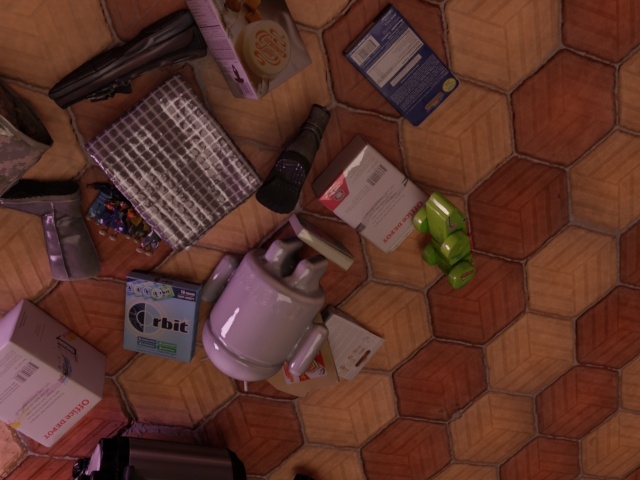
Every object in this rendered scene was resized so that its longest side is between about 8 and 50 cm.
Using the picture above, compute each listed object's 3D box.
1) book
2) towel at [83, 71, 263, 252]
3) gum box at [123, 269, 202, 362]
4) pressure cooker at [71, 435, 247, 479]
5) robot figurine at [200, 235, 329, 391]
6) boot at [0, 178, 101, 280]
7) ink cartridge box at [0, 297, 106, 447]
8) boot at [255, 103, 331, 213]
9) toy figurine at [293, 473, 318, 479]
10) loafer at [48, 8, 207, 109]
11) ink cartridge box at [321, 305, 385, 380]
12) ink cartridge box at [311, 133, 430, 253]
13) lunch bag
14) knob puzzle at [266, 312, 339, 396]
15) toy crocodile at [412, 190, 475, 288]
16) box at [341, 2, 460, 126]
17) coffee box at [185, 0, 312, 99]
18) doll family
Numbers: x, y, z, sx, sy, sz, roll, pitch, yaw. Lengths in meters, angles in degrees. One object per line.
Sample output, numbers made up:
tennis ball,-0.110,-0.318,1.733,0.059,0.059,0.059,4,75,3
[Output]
book,0.000,0.000,1.538,0.144,0.096,0.035,32,102,-26
towel,-0.270,-0.142,1.348,0.235,0.121,0.284,-42,108,-8
gum box,-0.347,0.167,1.542,0.156,0.041,0.185,12,113,4
pressure cooker,-0.409,0.640,1.609,0.420,0.375,0.370,13,95,-19
robot figurine,-0.126,0.159,1.527,0.300,0.199,0.354,37,106,16
boot,-0.549,-0.016,1.422,0.189,0.076,0.209,4,129,2
ink cartridge box,-0.601,0.280,1.492,0.171,0.168,0.232,-41,117,9
boot,-0.046,-0.161,1.439,0.083,0.246,0.161,30,62,-7
toy figurine,-0.041,0.739,1.828,0.209,0.213,0.148,-40,132,8
loafer,-0.350,-0.313,1.301,0.302,0.109,0.095,-31,123,-1
ink cartridge box,0.049,0.251,1.711,0.179,0.045,0.145,29,106,-34
ink cartridge box,0.114,-0.098,1.520,0.218,0.092,0.158,38,101,-24
lunch bag,-0.654,-0.194,1.249,0.235,0.169,0.287,-39,113,9
knob puzzle,-0.063,0.271,1.653,0.213,0.030,0.213,1,92,18
toy crocodile,0.284,0.002,1.533,0.105,0.115,0.341,-38,145,-9
box,0.168,-0.352,1.439,0.136,0.036,0.225,-44,116,10
coffee box,-0.138,-0.400,1.285,0.141,0.098,0.247,-39,121,-22
doll family,-0.389,-0.057,1.433,0.192,0.076,0.111,25,112,-20
